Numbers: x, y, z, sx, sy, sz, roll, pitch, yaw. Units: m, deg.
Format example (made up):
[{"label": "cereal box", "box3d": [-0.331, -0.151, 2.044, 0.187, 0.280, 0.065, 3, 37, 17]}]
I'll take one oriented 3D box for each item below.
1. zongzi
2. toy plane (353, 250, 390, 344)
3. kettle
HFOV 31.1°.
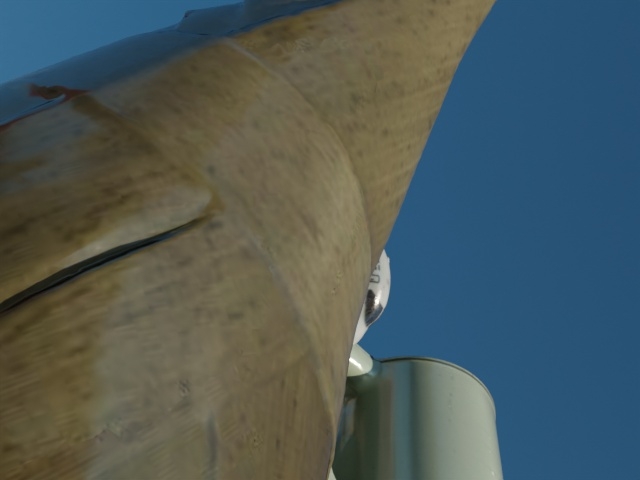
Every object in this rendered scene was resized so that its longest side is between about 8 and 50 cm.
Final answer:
[{"label": "zongzi", "box3d": [-0.015, 0.124, 0.401, 0.500, 0.467, 0.218, 61, -11, 24]}, {"label": "toy plane", "box3d": [0.025, 0.009, 1.004, 0.080, 0.174, 0.174, 3, -81, 19]}, {"label": "kettle", "box3d": [0.067, 0.278, 1.156, 0.265, 0.318, 0.205, 20, -52, -11]}]
